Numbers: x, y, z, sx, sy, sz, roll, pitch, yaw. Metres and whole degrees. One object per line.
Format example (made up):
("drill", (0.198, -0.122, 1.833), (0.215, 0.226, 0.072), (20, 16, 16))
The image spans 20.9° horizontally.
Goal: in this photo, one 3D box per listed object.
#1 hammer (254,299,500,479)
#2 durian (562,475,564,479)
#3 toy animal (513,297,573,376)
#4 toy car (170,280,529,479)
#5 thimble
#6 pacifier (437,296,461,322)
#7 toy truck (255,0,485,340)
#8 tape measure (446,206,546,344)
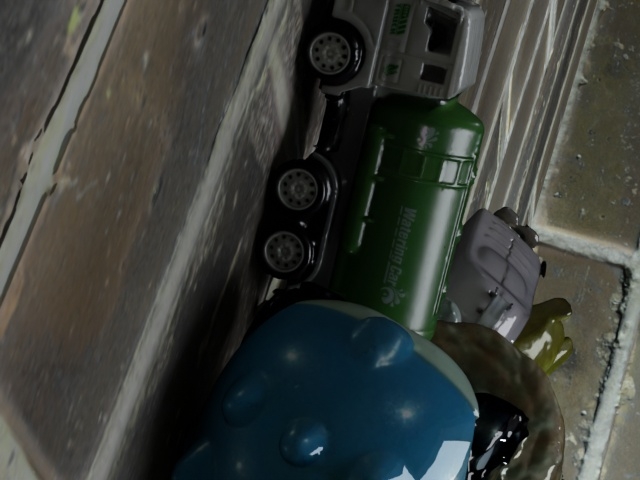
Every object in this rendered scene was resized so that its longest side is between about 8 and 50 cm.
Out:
("hammer", (0.036, 0.095, 1.134), (0.013, 0.199, 0.062), (-35, 151, -41))
("durian", (0.157, 0.293, 2.037), (0.291, 0.224, 0.291), (-11, 106, -41))
("toy animal", (0.223, 0.179, 2.318), (0.180, 0.181, 0.363), (-60, 163, -25))
("toy car", (-0.003, 0.162, 1.058), (0.190, 0.188, 0.255), (-40, 155, -43))
("thimble", (0.073, 0.167, 1.340), (0.148, 0.229, 0.196), (79, 12, -63))
("pacifier", (0.059, 0.051, 1.424), (0.127, 0.116, 0.150), (-50, -169, 38))
("toy truck", (0.040, -0.051, 1.139), (0.101, 0.125, 0.243), (-31, 134, -74))
("tape measure", (0.116, 0.084, 1.649), (0.197, 0.120, 0.236), (-45, -174, 22))
